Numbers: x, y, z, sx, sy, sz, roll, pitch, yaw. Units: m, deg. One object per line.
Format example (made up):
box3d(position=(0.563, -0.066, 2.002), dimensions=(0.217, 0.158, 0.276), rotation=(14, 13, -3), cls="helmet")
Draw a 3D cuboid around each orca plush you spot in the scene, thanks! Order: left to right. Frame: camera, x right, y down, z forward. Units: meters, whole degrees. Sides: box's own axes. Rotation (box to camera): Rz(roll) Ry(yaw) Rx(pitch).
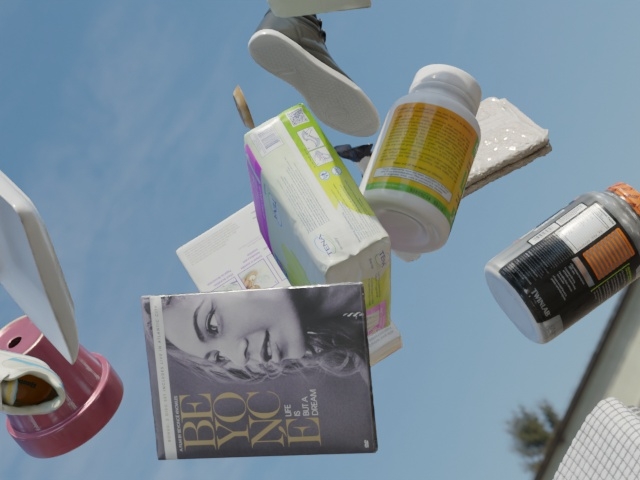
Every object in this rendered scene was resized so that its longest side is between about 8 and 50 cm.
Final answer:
box3d(position=(0.117, -0.090, 2.452), dimensions=(0.151, 0.287, 0.102), rotation=(-35, 31, 19), cls="orca plush")

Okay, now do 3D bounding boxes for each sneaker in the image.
box3d(position=(-0.453, 0.185, 1.723), dimensions=(0.228, 0.092, 0.087), rotation=(9, -84, -33), cls="sneaker")
box3d(position=(0.004, -0.311, 2.269), dimensions=(0.104, 0.295, 0.147), rotation=(-32, 33, 36), cls="sneaker")

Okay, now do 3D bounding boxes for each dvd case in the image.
box3d(position=(-0.060, 0.128, 1.241), dimensions=(0.018, 0.221, 0.165), rotation=(-24, -71, -76), cls="dvd case")

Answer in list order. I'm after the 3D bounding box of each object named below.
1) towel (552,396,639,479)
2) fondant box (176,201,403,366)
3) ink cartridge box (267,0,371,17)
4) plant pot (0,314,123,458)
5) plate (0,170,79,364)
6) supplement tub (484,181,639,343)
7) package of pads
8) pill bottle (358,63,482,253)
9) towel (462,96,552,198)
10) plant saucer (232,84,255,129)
box3d(position=(0.499, 0.433, 2.145), dimensions=(0.284, 0.121, 0.235), rotation=(-65, 20, 11), cls="towel")
box3d(position=(-0.051, 0.096, 2.121), dimensions=(0.238, 0.330, 0.096), rotation=(-32, -18, -4), cls="fondant box")
box3d(position=(-0.017, -0.463, 1.581), dimensions=(0.223, 0.129, 0.308), rotation=(57, -149, -69), cls="ink cartridge box")
box3d(position=(-0.453, 0.226, 2.107), dimensions=(0.201, 0.201, 0.180), rotation=(-52, -53, -31), cls="plant pot")
box3d(position=(-0.426, 0.004, 1.807), dimensions=(0.045, 0.278, 0.277), rotation=(-29, -50, -23), cls="plate")
box3d(position=(0.487, 0.037, 2.449), dimensions=(0.316, 0.193, 0.193), rotation=(-34, -28, -8), cls="supplement tub")
box3d(position=(0.000, 0.000, 1.641), dimensions=(0.101, 0.229, 0.296), rotation=(-27, -24, -10), cls="package of pads")
box3d(position=(0.143, -0.117, 1.771), dimensions=(0.136, 0.136, 0.246), rotation=(77, -150, -58), cls="pill bottle")
box3d(position=(0.246, -0.152, 2.248), dimensions=(0.282, 0.187, 0.049), rotation=(-29, -50, -11), cls="towel")
box3d(position=(-0.134, -0.227, 2.217), dimensions=(0.015, 0.083, 0.083), rotation=(-22, -32, -6), cls="plant saucer")
